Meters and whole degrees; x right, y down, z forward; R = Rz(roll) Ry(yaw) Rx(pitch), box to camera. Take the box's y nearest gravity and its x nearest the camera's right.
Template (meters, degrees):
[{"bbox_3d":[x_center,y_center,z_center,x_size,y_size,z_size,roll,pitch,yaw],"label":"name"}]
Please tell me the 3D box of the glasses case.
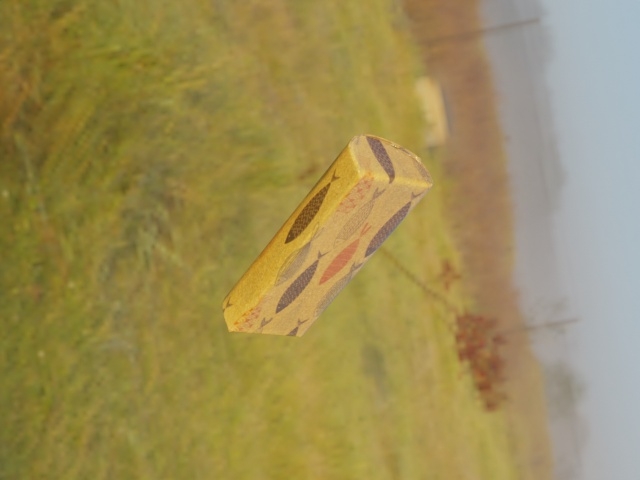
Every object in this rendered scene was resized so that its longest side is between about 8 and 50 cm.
[{"bbox_3d":[0.000,0.000,0.993,0.170,0.065,0.041,-51,-134,35],"label":"glasses case"}]
